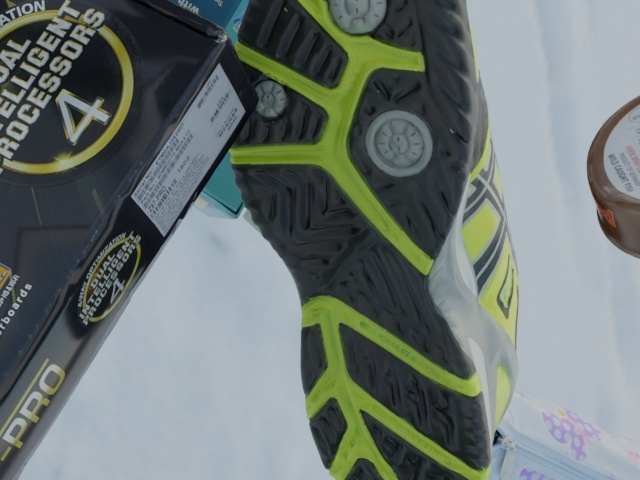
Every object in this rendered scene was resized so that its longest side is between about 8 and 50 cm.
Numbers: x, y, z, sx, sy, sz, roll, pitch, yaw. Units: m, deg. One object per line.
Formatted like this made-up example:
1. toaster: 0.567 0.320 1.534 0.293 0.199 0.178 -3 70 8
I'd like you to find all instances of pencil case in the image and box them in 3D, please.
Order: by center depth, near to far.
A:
1. pencil case: 0.211 0.203 1.457 0.273 0.124 0.113 26 69 -28

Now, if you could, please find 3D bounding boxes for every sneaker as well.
1. sneaker: 0.042 -0.028 0.949 0.147 0.145 0.384 -54 144 -57

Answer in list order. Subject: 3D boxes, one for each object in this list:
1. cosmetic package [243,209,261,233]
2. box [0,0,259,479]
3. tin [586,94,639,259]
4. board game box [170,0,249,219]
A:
1. cosmetic package: 0.000 0.000 1.161 0.060 0.115 0.041 23 102 -43
2. box: -0.267 0.004 0.819 0.395 0.318 0.097 -58 161 -11
3. tin: 0.216 -0.051 0.742 0.106 0.190 0.040 -106 172 -50
4. board game box: -0.084 -0.222 1.055 0.254 0.079 0.336 33 82 -16
